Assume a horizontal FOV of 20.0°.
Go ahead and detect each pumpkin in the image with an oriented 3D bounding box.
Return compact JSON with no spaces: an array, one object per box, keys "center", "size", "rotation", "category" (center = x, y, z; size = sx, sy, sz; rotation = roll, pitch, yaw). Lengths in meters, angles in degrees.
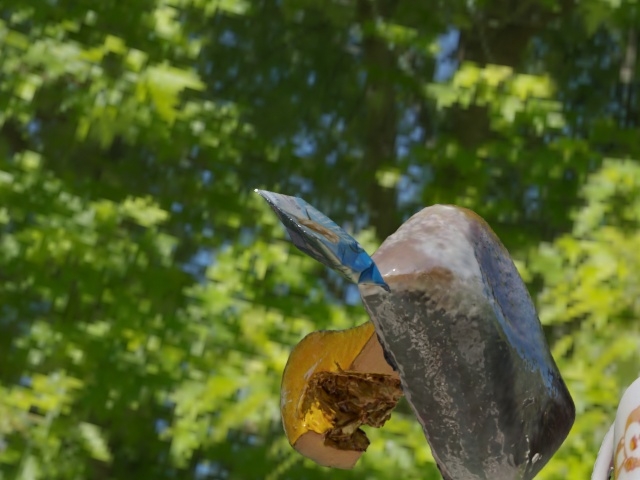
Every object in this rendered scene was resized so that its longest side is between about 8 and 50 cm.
[{"center":[0.041,0.162,2.305],"size":[0.131,0.126,0.248],"rotation":[25,-64,-33],"category":"pumpkin"}]

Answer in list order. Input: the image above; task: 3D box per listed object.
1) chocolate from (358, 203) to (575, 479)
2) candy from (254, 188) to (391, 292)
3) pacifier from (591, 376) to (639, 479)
[{"center":[0.165,0.112,1.814],"size":[0.100,0.185,0.303],"rotation":[-6,-63,41],"category":"chocolate"},{"center":[0.000,0.000,1.549],"size":[0.038,0.088,0.136],"rotation":[-50,-41,5],"category":"candy"},{"center":[0.426,0.255,2.005],"size":[0.273,0.332,0.220],"rotation":[2,-47,6],"category":"pacifier"}]
